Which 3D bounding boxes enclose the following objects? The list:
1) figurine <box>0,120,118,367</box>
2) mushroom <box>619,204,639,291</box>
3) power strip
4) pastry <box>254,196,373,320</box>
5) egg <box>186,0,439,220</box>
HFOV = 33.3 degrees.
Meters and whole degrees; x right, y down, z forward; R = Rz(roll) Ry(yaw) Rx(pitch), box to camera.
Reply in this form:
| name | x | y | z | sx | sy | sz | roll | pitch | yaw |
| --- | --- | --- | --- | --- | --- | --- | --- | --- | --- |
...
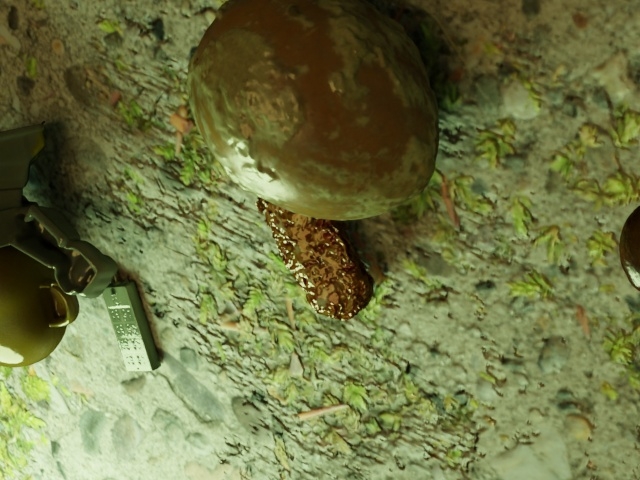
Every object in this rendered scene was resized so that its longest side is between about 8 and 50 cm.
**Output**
| name | x | y | z | sx | sy | sz | roll | pitch | yaw |
| --- | --- | --- | --- | --- | --- | --- | --- | --- | --- |
| figurine | -0.391 | 0.015 | 1.297 | 0.343 | 0.167 | 0.284 | -5 | 99 | 57 |
| mushroom | 0.300 | 0.030 | 0.892 | 0.088 | 0.073 | 0.129 | -13 | 106 | 7 |
| power strip | -0.237 | 0.101 | 1.321 | 0.051 | 0.019 | 0.136 | -4 | 108 | 37 |
| pastry | -0.002 | 0.001 | 1.095 | 0.087 | 0.063 | 0.169 | -25 | 89 | 30 |
| egg | -0.004 | -0.120 | 0.952 | 0.245 | 0.203 | 0.203 | 40 | 127 | 5 |
